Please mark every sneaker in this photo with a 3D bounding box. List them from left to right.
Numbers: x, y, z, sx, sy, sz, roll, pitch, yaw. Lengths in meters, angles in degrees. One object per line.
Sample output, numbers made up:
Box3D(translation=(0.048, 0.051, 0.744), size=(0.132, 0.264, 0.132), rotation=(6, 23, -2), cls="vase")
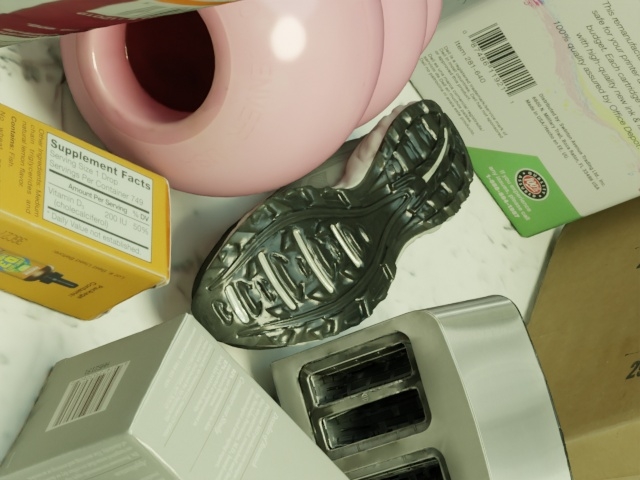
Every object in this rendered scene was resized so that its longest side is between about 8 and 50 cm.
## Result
Box3D(translation=(0.000, 0.000, 1.256), size=(0.271, 0.108, 0.100), rotation=(-38, 101, -47), cls="sneaker")

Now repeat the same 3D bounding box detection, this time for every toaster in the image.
Box3D(translation=(0.071, 0.134, 1.210), size=(0.110, 0.185, 0.168), rotation=(-5, 77, -54), cls="toaster")

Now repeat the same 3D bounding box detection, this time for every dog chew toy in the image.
Box3D(translation=(-0.025, -0.149, 1.239), size=(0.332, 0.206, 0.206), rotation=(-28, 94, -59), cls="dog chew toy")

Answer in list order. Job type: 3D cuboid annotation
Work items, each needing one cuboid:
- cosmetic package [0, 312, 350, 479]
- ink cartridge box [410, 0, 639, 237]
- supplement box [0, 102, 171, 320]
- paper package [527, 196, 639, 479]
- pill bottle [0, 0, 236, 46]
Box3D(translation=(-0.058, 0.168, 1.093), size=(0.238, 0.127, 0.107), rotation=(47, 42, -25), cls="cosmetic package")
Box3D(translation=(0.229, -0.147, 1.448), size=(0.201, 0.278, 0.117), rotation=(53, 42, -17), cls="ink cartridge box")
Box3D(translation=(-0.196, -0.029, 1.070), size=(0.233, 0.078, 0.080), rotation=(27, 50, -39), cls="supplement box")
Box3D(translation=(0.314, 0.086, 1.398), size=(0.168, 0.325, 0.309), rotation=(47, 44, -22), cls="paper package")
Box3D(translation=(-0.152, -0.212, 0.927), size=(0.224, 0.392, 0.224), rotation=(0, 90, -38), cls="pill bottle")
